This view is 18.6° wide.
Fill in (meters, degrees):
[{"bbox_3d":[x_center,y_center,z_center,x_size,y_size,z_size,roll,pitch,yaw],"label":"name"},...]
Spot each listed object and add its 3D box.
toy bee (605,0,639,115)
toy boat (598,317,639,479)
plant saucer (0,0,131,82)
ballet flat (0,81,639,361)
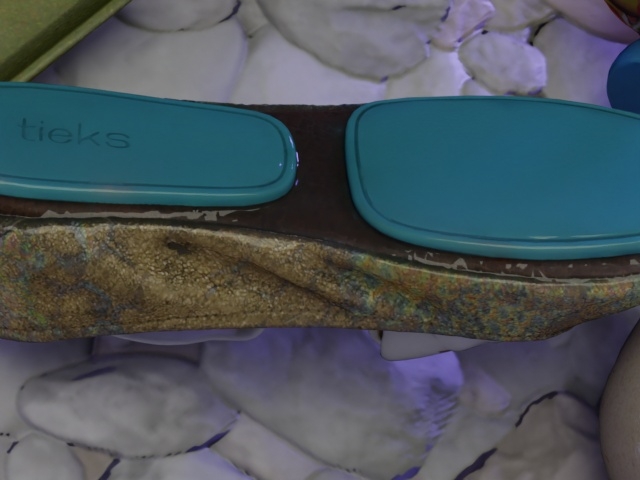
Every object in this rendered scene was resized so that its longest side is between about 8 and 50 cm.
[{"bbox_3d":[0.180,-0.102,0.873,0.298,0.162,0.195,16,67,-4],"label":"toy bee"},{"bbox_3d":[0.292,0.058,0.814,0.267,0.148,0.318,43,99,7],"label":"toy boat"},{"bbox_3d":[-0.201,-0.120,0.870,0.188,0.045,0.188,44,66,9],"label":"plant saucer"},{"bbox_3d":[0.000,0.000,0.817,0.348,0.123,0.123,3,67,-3],"label":"ballet flat"}]
